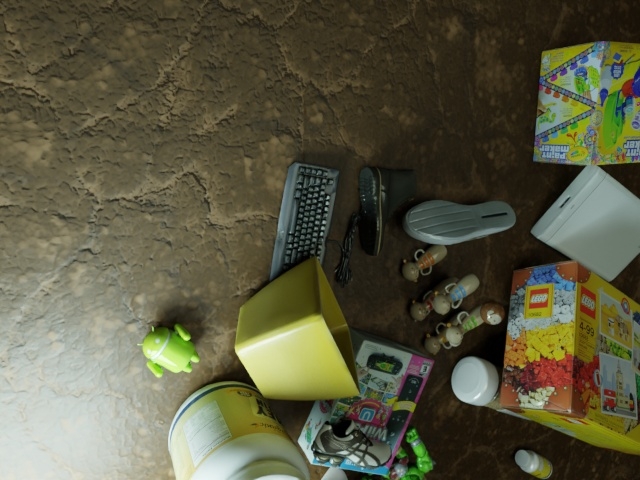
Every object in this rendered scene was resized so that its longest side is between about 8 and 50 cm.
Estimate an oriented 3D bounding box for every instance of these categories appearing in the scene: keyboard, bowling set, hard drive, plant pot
[{"bbox_3d":[0.000,0.000,1.062,0.201,0.033,0.317,6,100,-26],"label":"keyboard"},{"bbox_3d":[0.312,0.159,1.151,0.154,0.200,0.287,-33,109,-14],"label":"bowling set"},{"bbox_3d":[0.783,-0.038,1.361,0.353,0.047,0.233,25,112,-27],"label":"hard drive"},{"bbox_3d":[-0.052,0.194,0.973,0.187,0.212,0.212,-21,118,6],"label":"plant pot"}]

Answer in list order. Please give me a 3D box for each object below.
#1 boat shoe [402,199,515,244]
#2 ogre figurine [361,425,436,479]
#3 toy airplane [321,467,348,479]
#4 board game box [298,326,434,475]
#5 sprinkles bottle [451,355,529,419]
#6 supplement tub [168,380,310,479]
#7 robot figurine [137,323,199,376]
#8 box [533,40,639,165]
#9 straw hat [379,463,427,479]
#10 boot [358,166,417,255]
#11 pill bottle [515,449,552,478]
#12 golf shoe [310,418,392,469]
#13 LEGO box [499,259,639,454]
[{"bbox_3d":[0.325,-0.032,1.163,0.302,0.094,0.109,-3,65,-20],"label":"boat shoe"},{"bbox_3d":[0.203,0.580,1.234,0.118,0.097,0.197,42,71,-1],"label":"ogre figurine"},{"bbox_3d":[0.136,0.684,1.111,0.272,0.386,0.384,-17,98,-34],"label":"toy airplane"},{"bbox_3d":[0.111,0.384,1.159,0.224,0.097,0.303,22,93,-26],"label":"board game box"},{"bbox_3d":[0.525,0.419,1.339,0.355,0.121,0.121,23,91,-27],"label":"sprinkles bottle"},{"bbox_3d":[-0.155,0.435,0.924,0.228,0.316,0.228,-6,104,-24],"label":"supplement tub"},{"bbox_3d":[-0.295,0.213,0.952,0.115,0.067,0.101,39,86,-26],"label":"robot figurine"},{"bbox_3d":[0.723,-0.340,1.236,0.290,0.177,0.279,-7,105,-23],"label":"box"},{"bbox_3d":[0.213,0.668,1.282,0.144,0.144,0.061,-23,151,-18],"label":"straw hat"},{"bbox_3d":[0.162,-0.068,1.100,0.137,0.077,0.198,-6,105,-28],"label":"boot"},{"bbox_3d":[0.647,0.679,1.483,0.116,0.065,0.065,33,87,-26],"label":"pill bottle"},{"bbox_3d":[0.080,0.441,1.062,0.198,0.077,0.094,13,96,-26],"label":"golf shoe"},{"bbox_3d":[0.729,0.329,1.304,0.500,0.193,0.372,27,65,-27],"label":"LEGO box"}]
